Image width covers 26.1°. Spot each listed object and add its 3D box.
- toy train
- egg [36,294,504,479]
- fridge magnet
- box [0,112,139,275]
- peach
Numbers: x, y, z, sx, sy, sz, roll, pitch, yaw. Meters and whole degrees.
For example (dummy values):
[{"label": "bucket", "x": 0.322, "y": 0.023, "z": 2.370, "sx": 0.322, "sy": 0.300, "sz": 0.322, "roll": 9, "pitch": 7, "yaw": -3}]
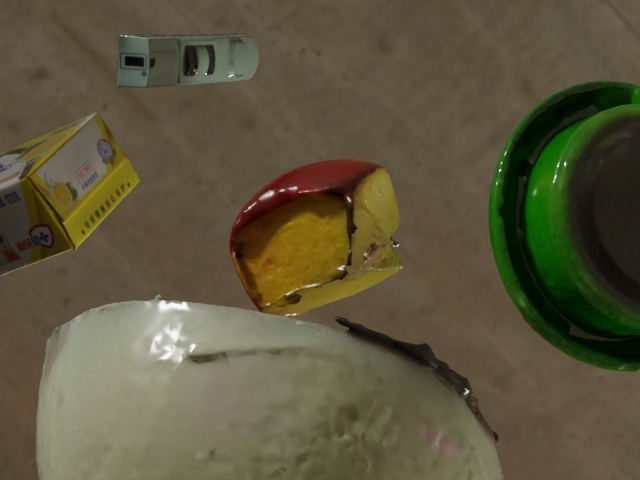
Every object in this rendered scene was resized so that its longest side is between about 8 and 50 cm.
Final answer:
[{"label": "toy train", "x": -0.106, "y": -0.158, "z": 1.200, "sx": 0.047, "sy": 0.043, "sz": 0.207, "roll": 7, "pitch": 11, "yaw": 25}, {"label": "egg", "x": -0.051, "y": 0.183, "z": 0.889, "sx": 0.337, "sy": 0.337, "sz": 0.201, "roll": 42, "pitch": 50, "yaw": -39}, {"label": "fridge magnet", "x": 0.214, "y": -0.012, "z": 0.967, "sx": 0.208, "sy": 0.208, "sz": 0.088, "roll": 47, "pitch": -21, "yaw": -8}, {"label": "box", "x": -0.358, "y": -0.033, "z": 1.562, "sx": 0.097, "sy": 0.265, "sz": 0.168, "roll": 60, "pitch": 33, "yaw": -18}, {"label": "peach", "x": -0.003, "y": -0.001, "z": 1.137, "sx": 0.118, "sy": 0.151, "sz": 0.151, "roll": 20, "pitch": -6, "yaw": 27}]
